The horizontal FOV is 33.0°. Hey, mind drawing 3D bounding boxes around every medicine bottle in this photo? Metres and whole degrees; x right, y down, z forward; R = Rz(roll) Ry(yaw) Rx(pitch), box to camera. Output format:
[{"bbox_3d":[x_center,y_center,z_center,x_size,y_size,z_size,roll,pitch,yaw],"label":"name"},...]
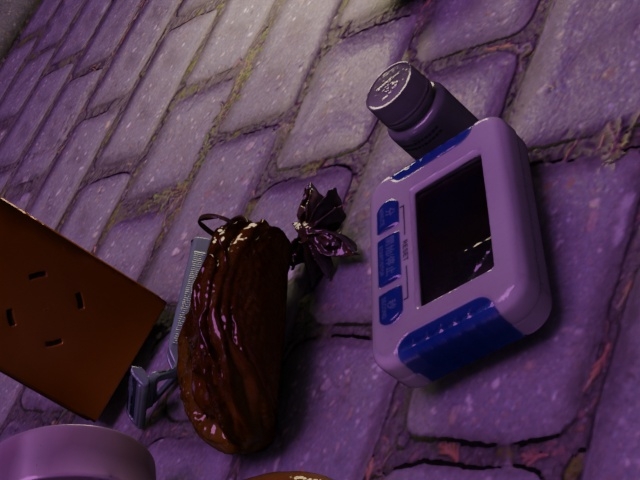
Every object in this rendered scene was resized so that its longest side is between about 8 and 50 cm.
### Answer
[{"bbox_3d":[0.115,-0.129,1.173,0.080,0.130,0.080,-35,33,28],"label":"medicine bottle"}]

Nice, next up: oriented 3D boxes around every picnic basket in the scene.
[{"bbox_3d":[-0.123,-0.009,1.423,0.072,0.083,0.072,-34,34,27],"label":"picnic basket"}]

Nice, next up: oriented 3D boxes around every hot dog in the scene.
[{"bbox_3d":[-0.097,0.108,1.207,0.196,0.122,0.272,108,171,-51],"label":"hot dog"}]

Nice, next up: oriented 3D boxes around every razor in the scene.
[{"bbox_3d":[-0.186,0.107,1.429,0.111,0.056,0.278,106,-178,-50],"label":"razor"}]

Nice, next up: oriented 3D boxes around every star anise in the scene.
[{"bbox_3d":[0.007,-0.001,1.269,0.129,0.056,0.124,24,103,56],"label":"star anise"}]

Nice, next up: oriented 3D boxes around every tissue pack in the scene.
[{"bbox_3d":[-0.385,0.095,1.469,0.194,0.274,0.145,-60,18,-16],"label":"tissue pack"}]

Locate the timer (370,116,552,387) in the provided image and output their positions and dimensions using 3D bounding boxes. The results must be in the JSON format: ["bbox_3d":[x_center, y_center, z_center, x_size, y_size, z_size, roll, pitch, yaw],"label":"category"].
[{"bbox_3d":[0.134,0.011,1.053,0.178,0.078,0.253,-30,37,30],"label":"timer"}]

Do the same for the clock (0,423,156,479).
[{"bbox_3d":[-0.284,0.288,1.222,0.197,0.197,0.068,-36,42,26],"label":"clock"}]

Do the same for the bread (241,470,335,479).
[{"bbox_3d":[-0.053,0.289,0.986,0.236,0.106,0.140,-25,41,40],"label":"bread"}]
